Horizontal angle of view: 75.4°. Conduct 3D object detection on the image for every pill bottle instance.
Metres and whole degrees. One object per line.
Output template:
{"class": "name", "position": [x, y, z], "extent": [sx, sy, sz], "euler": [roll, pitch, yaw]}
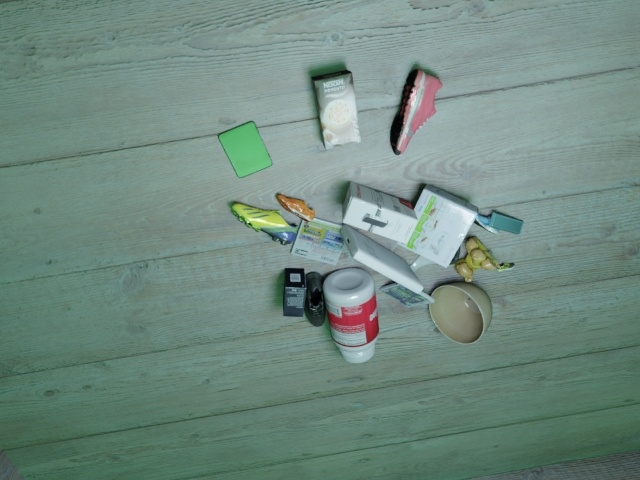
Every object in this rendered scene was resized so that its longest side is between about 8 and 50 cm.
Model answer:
{"class": "pill bottle", "position": [0.147, 0.349, 1.881], "extent": [0.229, 0.229, 0.408], "euler": [-10, 119, 0]}

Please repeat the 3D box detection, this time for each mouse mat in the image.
{"class": "mouse mat", "position": [-0.286, -0.345, 1.590], "extent": [0.152, 0.007, 0.190], "euler": [-20, 119, 5]}

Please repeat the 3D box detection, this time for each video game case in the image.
{"class": "video game case", "position": [0.000, 0.000, 1.795], "extent": [0.212, 0.023, 0.193], "euler": [15, 116, -13]}
{"class": "video game case", "position": [0.398, 0.251, 1.913], "extent": [0.190, 0.022, 0.173], "euler": [32, 150, -20]}

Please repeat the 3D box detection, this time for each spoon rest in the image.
{"class": "spoon rest", "position": [0.490, 0.089, 1.874], "extent": [0.276, 0.084, 0.137], "euler": [-42, 116, 1]}

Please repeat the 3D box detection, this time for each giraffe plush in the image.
{"class": "giraffe plush", "position": [0.676, 0.099, 1.860], "extent": [0.170, 0.181, 0.210], "euler": [-41, 150, 26]}

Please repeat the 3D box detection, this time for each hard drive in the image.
{"class": "hard drive", "position": [0.252, 0.076, 1.726], "extent": [0.353, 0.233, 0.047], "euler": [29, 110, -24]}

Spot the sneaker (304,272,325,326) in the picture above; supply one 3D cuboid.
{"class": "sneaker", "position": [-0.026, 0.293, 1.890], "extent": [0.109, 0.130, 0.286], "euler": [-9, 120, -3]}

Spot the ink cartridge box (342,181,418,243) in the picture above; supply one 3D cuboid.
{"class": "ink cartridge box", "position": [0.227, -0.113, 1.641], "extent": [0.272, 0.197, 0.114], "euler": [19, 115, -6]}

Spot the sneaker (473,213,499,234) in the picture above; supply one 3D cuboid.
{"class": "sneaker", "position": [0.724, -0.090, 1.810], "extent": [0.162, 0.063, 0.073], "euler": [25, 98, -24]}

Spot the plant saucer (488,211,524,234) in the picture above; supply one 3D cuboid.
{"class": "plant saucer", "position": [0.815, -0.073, 1.808], "extent": [0.192, 0.018, 0.067], "euler": [11, 99, -27]}

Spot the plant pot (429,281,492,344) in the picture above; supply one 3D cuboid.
{"class": "plant pot", "position": [0.678, 0.311, 1.920], "extent": [0.191, 0.284, 0.284], "euler": [-20, 125, -35]}

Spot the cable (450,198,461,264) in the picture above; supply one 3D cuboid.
{"class": "cable", "position": [0.588, -0.040, 1.801], "extent": [0.139, 0.072, 0.287], "euler": [-13, 115, -15]}

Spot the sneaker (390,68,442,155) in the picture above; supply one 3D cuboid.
{"class": "sneaker", "position": [0.358, -0.458, 1.533], "extent": [0.136, 0.116, 0.314], "euler": [9, 117, -12]}

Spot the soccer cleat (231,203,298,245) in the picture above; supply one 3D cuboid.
{"class": "soccer cleat", "position": [-0.226, -0.086, 1.705], "extent": [0.289, 0.093, 0.121], "euler": [30, 81, -15]}

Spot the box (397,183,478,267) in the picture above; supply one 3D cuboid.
{"class": "box", "position": [0.480, -0.060, 1.703], "extent": [0.231, 0.127, 0.262], "euler": [26, 115, 11]}

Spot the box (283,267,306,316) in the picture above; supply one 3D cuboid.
{"class": "box", "position": [-0.117, 0.229, 1.830], "extent": [0.093, 0.156, 0.158], "euler": [2, 118, -6]}

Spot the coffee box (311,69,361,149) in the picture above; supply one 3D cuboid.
{"class": "coffee box", "position": [0.058, -0.473, 1.503], "extent": [0.141, 0.098, 0.247], "euler": [-12, 119, 1]}

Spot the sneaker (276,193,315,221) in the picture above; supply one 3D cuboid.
{"class": "sneaker", "position": [-0.101, -0.142, 1.697], "extent": [0.175, 0.064, 0.067], "euler": [32, 75, -14]}

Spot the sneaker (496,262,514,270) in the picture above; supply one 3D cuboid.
{"class": "sneaker", "position": [0.869, 0.119, 1.942], "extent": [0.083, 0.031, 0.035], "euler": [-18, 118, 4]}
